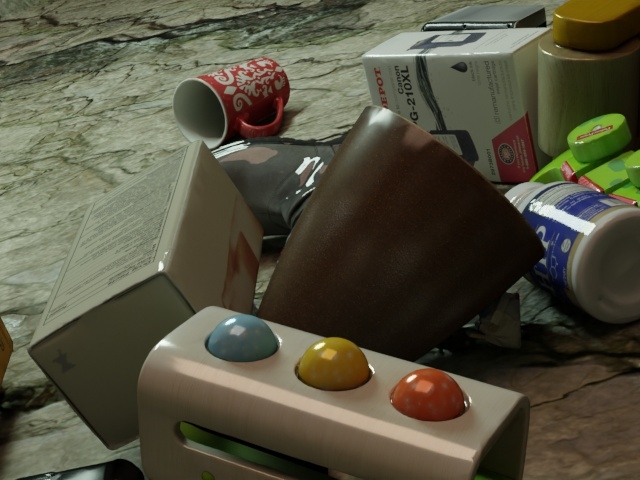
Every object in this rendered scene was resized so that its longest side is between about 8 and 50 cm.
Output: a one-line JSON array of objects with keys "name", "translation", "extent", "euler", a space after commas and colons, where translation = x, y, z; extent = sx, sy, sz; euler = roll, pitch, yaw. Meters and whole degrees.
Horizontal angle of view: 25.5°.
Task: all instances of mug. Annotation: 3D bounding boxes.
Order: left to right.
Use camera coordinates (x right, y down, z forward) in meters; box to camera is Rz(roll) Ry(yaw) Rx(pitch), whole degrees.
[{"name": "mug", "translation": [-0.124, -0.207, 2.213], "extent": [0.169, 0.150, 0.113], "euler": [-31, -10, -46]}]

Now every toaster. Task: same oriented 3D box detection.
[{"name": "toaster", "translation": [0.225, -0.224, 1.906], "extent": [0.186, 0.168, 0.110], "euler": [6, 26, 40]}]

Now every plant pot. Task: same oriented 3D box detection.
[{"name": "plant pot", "translation": [0.051, 0.033, 1.300], "extent": [0.230, 0.215, 0.215], "euler": [-50, 28, -6]}]

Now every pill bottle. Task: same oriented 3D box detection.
[{"name": "pill bottle", "translation": [0.249, 0.003, 1.379], "extent": [0.112, 0.112, 0.187], "euler": [-21, 21, -17]}]

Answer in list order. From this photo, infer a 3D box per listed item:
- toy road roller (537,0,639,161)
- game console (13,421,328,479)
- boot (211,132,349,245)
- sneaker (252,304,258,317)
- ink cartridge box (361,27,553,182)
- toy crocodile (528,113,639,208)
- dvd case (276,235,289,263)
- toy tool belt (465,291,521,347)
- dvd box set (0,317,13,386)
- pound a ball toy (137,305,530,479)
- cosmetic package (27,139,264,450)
[{"name": "toy road roller", "translation": [0.427, -0.194, 1.661], "extent": [0.241, 0.202, 0.329], "euler": [20, 36, 38]}, {"name": "game console", "translation": [-0.170, 0.214, 1.208], "extent": [0.361, 0.044, 0.213], "euler": [-12, 19, 5]}, {"name": "boot", "translation": [-0.030, -0.036, 1.631], "extent": [0.338, 0.118, 0.222], "euler": [-15, 26, 10]}, {"name": "sneaker", "translation": [-0.115, 0.083, 1.474], "extent": [0.095, 0.090, 0.235], "euler": [-32, 20, -11]}, {"name": "ink cartridge box", "translation": [0.184, -0.171, 1.780], "extent": [0.237, 0.172, 0.100], "euler": [5, 28, 42]}, {"name": "toy crocodile", "translation": [0.318, -0.046, 1.461], "extent": [0.105, 0.115, 0.340], "euler": [-29, 21, -7]}, {"name": "dvd case", "translation": [0.000, 0.000, 1.686], "extent": [0.087, 0.013, 0.119], "euler": [-9, 22, 13]}, {"name": "toy tool belt", "translation": [0.164, 0.072, 1.343], "extent": [0.051, 0.052, 0.083], "euler": [-2, 22, 8]}, {"name": "dvd box set", "translation": [-0.454, 0.218, 1.291], "extent": [0.308, 0.062, 0.420], "euler": [-23, 20, 4]}, {"name": "pound a ball toy", "translation": [0.011, 0.156, 1.029], "extent": [0.319, 0.135, 0.208], "euler": [14, 28, 25]}, {"name": "cosmetic package", "translation": [-0.152, 0.042, 1.325], "extent": [0.153, 0.129, 0.296], "euler": [-28, 21, 16]}]
